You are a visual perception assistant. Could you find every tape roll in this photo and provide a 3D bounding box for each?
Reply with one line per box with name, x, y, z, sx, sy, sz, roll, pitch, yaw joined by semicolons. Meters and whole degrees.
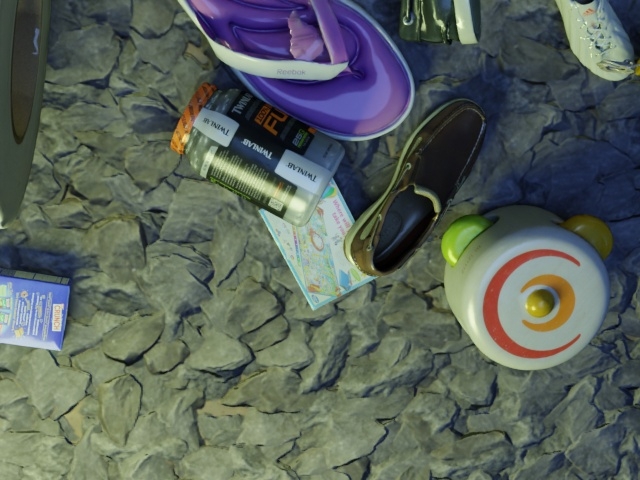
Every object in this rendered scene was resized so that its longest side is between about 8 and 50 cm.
tape roll;-0.339;-0.206;1.173;0.072;0.392;0.392;5;105;-8

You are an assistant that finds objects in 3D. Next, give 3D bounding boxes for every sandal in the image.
sandal;-0.060;-0.259;1.335;0.416;0.102;0.169;39;99;-15

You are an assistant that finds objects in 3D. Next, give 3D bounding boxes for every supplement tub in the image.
supplement tub;-0.076;-0.107;1.361;0.190;0.117;0.117;28;101;-1

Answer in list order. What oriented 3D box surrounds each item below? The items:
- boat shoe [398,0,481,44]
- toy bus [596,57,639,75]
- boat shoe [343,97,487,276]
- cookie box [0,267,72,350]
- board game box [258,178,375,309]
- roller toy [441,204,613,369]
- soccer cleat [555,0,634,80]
boat shoe;0.109;-0.392;1.310;0.113;0.127;0.340;-6;110;18
toy bus;0.464;-0.236;1.350;0.202;0.191;0.104;12;87;-47
boat shoe;0.133;-0.060;1.405;0.095;0.095;0.257;32;92;-18
cookie box;-0.375;0.087;1.433;0.107;0.040;0.092;9;105;-8
board game box;0.000;0.000;1.456;0.103;0.026;0.154;-27;107;2
roller toy;0.265;0.060;1.440;0.209;0.146;0.191;-6;107;-5
soccer cleat;0.330;-0.276;1.386;0.068;0.076;0.196;-33;107;4
